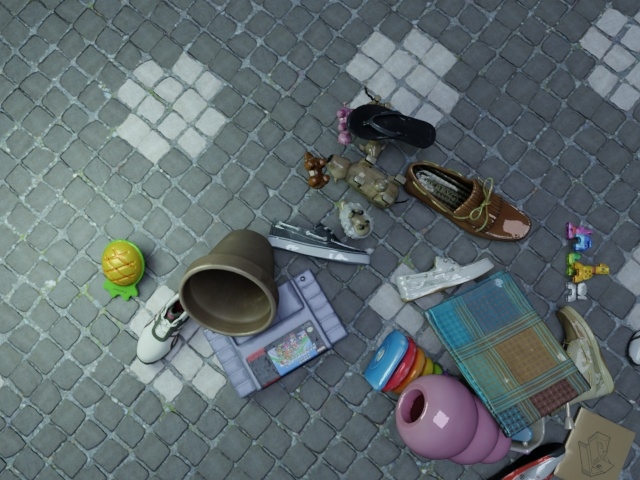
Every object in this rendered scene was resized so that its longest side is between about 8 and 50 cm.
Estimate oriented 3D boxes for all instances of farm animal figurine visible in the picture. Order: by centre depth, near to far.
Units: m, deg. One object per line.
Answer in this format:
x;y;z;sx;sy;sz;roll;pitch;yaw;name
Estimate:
0.114;-0.214;1.772;0.330;0.172;0.327;-41;95;-11;farm animal figurine

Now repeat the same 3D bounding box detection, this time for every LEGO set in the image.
0.748;0.061;1.741;0.093;0.087;0.227;3;84;3;LEGO set

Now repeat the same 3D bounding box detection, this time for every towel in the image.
0.467;0.271;1.573;0.271;0.040;0.370;-25;64;-15;towel

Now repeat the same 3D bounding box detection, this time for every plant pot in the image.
-0.222;0.091;1.685;0.263;0.263;0.229;12;41;4;plant pot

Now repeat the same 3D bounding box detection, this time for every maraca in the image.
-0.568;0.085;1.786;0.127;0.099;0.186;14;109;6;maraca

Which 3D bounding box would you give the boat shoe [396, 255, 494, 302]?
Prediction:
0.346;0.088;1.746;0.277;0.098;0.096;-19;83;1;boat shoe

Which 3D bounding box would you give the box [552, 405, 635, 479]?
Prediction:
0.749;0.582;1.704;0.164;0.021;0.201;25;83;5;box

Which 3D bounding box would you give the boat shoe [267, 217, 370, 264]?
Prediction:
0.000;0.000;1.773;0.301;0.108;0.102;12;84;11;boat shoe

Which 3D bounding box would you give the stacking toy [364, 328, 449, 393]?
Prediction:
0.286;0.388;1.695;0.301;0.175;0.166;33;88;-5;stacking toy

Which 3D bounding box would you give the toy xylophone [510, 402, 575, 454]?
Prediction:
0.542;0.396;1.652;0.081;0.236;0.323;3;73;-35;toy xylophone

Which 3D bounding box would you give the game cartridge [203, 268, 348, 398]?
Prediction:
-0.124;0.265;1.762;0.355;0.068;0.230;-31;78;-2;game cartridge

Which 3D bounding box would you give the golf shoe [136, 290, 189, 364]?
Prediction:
-0.433;0.229;1.748;0.105;0.120;0.273;36;86;5;golf shoe

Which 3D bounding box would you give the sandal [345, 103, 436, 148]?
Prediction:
0.195;-0.313;1.677;0.254;0.054;0.097;7;85;-11;sandal

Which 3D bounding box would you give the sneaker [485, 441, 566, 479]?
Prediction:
0.566;0.665;1.667;0.270;0.090;0.145;-32;83;1;sneaker

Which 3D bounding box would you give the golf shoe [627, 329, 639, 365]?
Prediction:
0.924;0.263;1.704;0.077;0.094;0.198;42;87;6;golf shoe

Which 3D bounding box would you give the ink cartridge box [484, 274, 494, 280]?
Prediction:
0.453;0.202;1.728;0.046;0.097;0.207;22;83;5;ink cartridge box

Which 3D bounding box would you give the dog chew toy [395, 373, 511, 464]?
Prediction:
0.350;0.468;1.570;0.331;0.206;0.207;29;83;-26;dog chew toy

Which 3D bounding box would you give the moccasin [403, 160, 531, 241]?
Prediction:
0.415;-0.116;1.746;0.380;0.147;0.139;34;85;6;moccasin

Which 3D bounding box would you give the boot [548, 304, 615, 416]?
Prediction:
0.658;0.329;1.708;0.203;0.095;0.262;-23;86;0;boot
